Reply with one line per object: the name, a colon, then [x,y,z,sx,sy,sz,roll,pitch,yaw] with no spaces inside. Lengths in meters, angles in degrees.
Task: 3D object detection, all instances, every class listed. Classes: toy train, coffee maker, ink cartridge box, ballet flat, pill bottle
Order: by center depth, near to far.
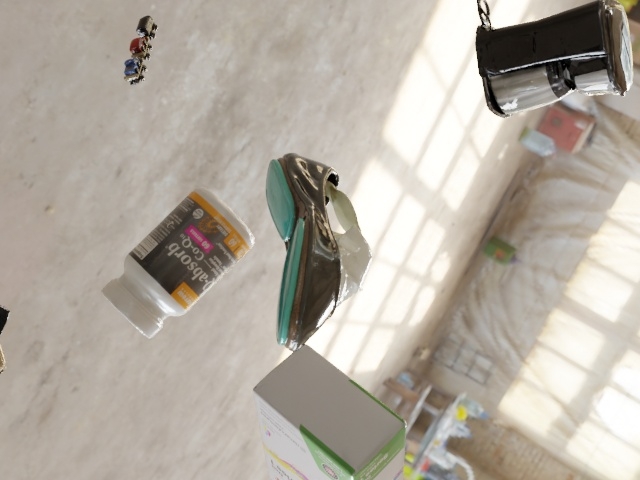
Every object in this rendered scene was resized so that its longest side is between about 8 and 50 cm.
ballet flat: [0.000,0.000,0.881,0.280,0.096,0.095,-97,-162,-49]
coffee maker: [0.300,-0.257,1.130,0.120,0.178,0.171,-47,120,-47]
ink cartridge box: [0.016,0.319,1.310,0.117,0.201,0.278,-39,148,-27]
toy train: [-0.289,-0.307,1.391,0.036,0.027,0.158,62,24,-47]
pill bottle: [-0.273,0.044,1.662,0.278,0.162,0.162,-46,160,-9]

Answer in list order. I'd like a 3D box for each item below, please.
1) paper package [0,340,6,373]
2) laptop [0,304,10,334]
paper package: [-0.661,0.105,1.274,0.309,0.325,0.168,-23,179,-26]
laptop: [-0.415,0.156,0.932,0.264,0.136,0.234,53,53,-62]
